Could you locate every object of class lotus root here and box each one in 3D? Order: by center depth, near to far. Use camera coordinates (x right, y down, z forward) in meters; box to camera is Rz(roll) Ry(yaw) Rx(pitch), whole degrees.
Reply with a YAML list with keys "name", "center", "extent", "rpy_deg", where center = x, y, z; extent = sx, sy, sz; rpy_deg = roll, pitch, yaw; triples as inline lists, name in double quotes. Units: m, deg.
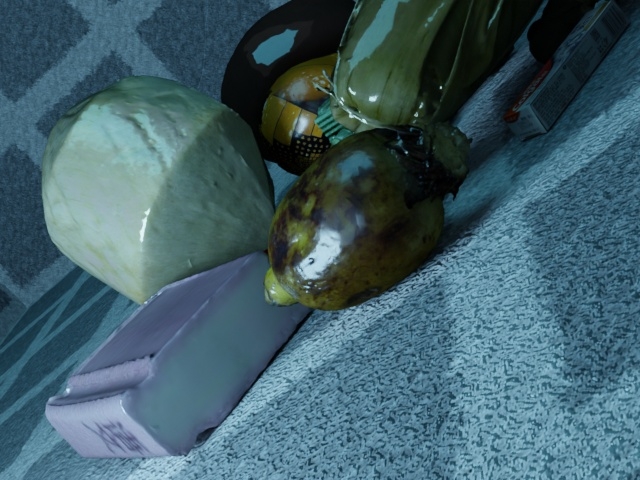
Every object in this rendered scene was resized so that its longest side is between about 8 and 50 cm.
- name: "lotus root"
  center: [0.035, -0.017, 1.236]
  extent: [0.314, 0.141, 0.169]
  rpy_deg: [-43, 53, 27]

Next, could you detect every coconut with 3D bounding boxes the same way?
- name: "coconut"
  center: [-0.235, -0.066, 1.775]
  extent: [0.344, 0.415, 0.415]
  rpy_deg: [-65, 14, 0]

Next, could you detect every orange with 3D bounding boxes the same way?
- name: "orange"
  center: [0.007, -0.209, 1.842]
  extent: [0.234, 0.182, 0.234]
  rpy_deg: [-24, -8, -4]

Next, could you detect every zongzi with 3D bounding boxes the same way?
- name: "zongzi"
  center: [0.172, -0.349, 1.337]
  extent: [0.500, 0.218, 0.467]
  rpy_deg: [-56, -9, -38]

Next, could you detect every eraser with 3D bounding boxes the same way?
- name: "eraser"
  center: [-0.203, 0.162, 1.466]
  extent: [0.272, 0.122, 0.359]
  rpy_deg: [-50, 15, -26]

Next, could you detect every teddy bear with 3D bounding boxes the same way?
- name: "teddy bear"
  center: [0.329, -0.306, 1.477]
  extent: [0.160, 0.078, 0.119]
  rpy_deg: [-48, 18, -28]

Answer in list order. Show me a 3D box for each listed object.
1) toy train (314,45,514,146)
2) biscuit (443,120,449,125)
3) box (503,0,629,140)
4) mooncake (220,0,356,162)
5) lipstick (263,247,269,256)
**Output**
- name: "toy train"
  center: [0.148, -0.247, 1.690]
  extent: [0.330, 0.138, 0.178]
  rpy_deg: [-46, 15, -23]
- name: "biscuit"
  center: [0.133, -0.128, 1.621]
  extent: [0.147, 0.018, 0.071]
  rpy_deg: [-39, 9, 12]
- name: "box"
  center: [0.300, -0.208, 1.334]
  extent: [0.218, 0.039, 0.055]
  rpy_deg: [-49, 15, -27]
- name: "mooncake"
  center: [-0.011, -0.299, 2.038]
  extent: [0.174, 0.334, 0.326]
  rpy_deg: [42, 116, 40]
- name: "lipstick"
  center: [0.000, 0.000, 1.421]
  extent: [0.241, 0.080, 0.080]
  rpy_deg: [-40, 11, 43]
